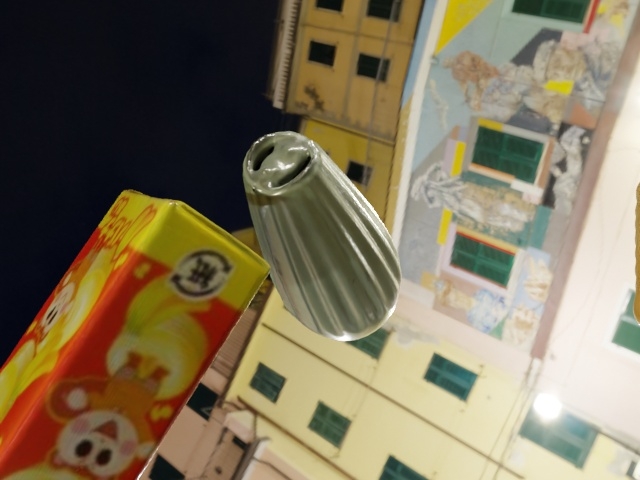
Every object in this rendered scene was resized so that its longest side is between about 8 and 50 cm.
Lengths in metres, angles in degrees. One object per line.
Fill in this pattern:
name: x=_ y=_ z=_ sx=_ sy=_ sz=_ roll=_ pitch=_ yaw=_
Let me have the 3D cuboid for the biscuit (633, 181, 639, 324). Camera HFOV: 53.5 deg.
biscuit: x=0.292 y=-0.050 z=0.392 sx=0.250 sy=0.030 sz=0.160 roll=-52 pitch=12 yaw=53

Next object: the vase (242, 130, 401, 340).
vase: x=0.000 y=0.000 z=0.594 sx=0.128 sy=0.128 sz=0.248 roll=-54 pitch=-32 yaw=-18

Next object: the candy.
candy: x=-0.160 y=0.101 z=0.428 sx=0.088 sy=0.146 sz=0.276 roll=38 pitch=-103 yaw=-28
